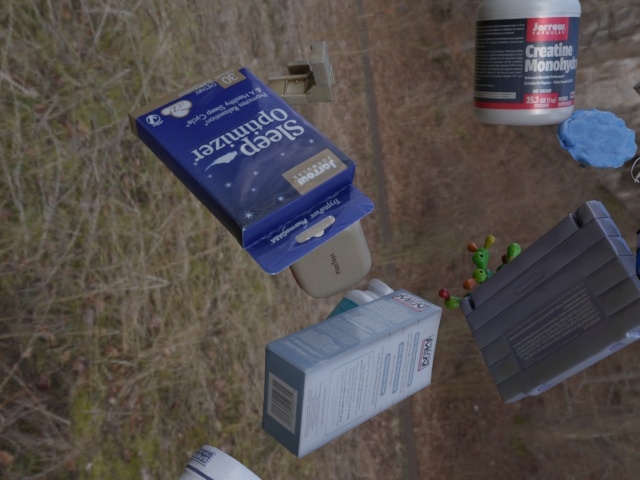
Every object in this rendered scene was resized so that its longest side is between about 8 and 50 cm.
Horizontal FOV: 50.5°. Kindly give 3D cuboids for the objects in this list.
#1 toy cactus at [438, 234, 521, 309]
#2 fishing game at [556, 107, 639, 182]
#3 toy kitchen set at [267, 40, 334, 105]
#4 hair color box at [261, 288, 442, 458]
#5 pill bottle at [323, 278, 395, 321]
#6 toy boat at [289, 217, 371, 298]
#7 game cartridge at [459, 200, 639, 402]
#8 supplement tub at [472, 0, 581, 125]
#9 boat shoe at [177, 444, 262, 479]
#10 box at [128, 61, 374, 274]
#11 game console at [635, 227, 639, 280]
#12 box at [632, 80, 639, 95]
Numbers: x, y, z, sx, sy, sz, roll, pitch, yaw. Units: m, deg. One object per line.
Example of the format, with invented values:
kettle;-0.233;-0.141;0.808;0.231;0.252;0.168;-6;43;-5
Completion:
toy cactus;0.356;0.100;1.473;0.112;0.219;0.180;11;-44;54
fishing game;0.643;-0.233;1.584;0.189;0.264;0.041;-45;159;-27
toy kitchen set;-0.028;-0.218;0.839;0.075;0.083;0.068;69;21;-61
hair color box;0.068;0.241;1.305;0.375;0.114;0.185;-16;121;-40
pill bottle;0.078;0.218;1.597;0.146;0.264;0.146;39;-10;8
toy boat;0.000;0.000;1.277;0.231;0.151;0.151;69;-6;-49
game cartridge;0.411;0.123;1.203;0.355;0.068;0.230;-49;-125;45
supplement tub;0.391;-0.364;1.296;0.191;0.191;0.272;-76;165;-73
boat shoe;-0.026;0.278;0.550;0.084;0.258;0.095;-51;-172;-29
box;-0.065;-0.079;0.657;0.225;0.136;0.036;44;-29;23
game console;0.648;0.022;1.003;0.173;0.293;0.250;59;34;-10
box;0.691;-0.209;1.126;0.290;0.169;0.087;46;5;-2
